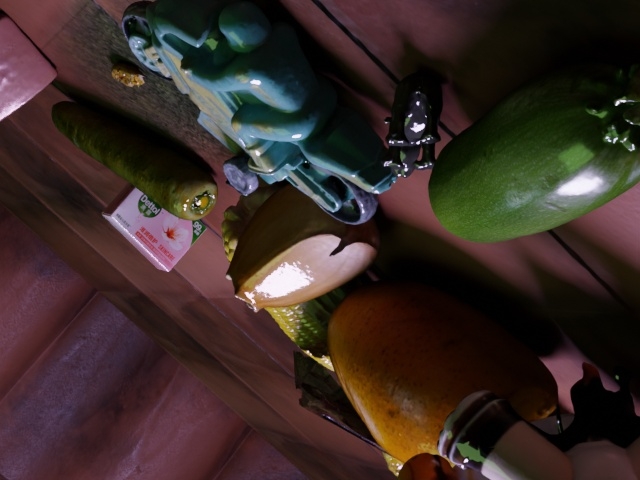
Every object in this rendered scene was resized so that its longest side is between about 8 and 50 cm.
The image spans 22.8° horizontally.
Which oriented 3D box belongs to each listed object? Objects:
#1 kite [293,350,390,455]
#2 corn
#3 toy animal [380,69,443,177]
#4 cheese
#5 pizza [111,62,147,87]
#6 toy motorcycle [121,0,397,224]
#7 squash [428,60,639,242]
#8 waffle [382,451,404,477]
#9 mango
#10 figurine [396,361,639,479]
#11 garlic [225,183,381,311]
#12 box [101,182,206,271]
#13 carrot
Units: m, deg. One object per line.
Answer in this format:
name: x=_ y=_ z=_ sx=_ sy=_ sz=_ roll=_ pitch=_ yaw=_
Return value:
kite: x=0.054 y=0.199 z=1.784 sx=0.323 sy=0.013 sz=0.267 roll=38 pitch=-170 yaw=37
corn: x=-0.009 y=0.050 z=1.858 sx=0.123 sy=0.122 sz=0.305 roll=-8 pitch=146 yaw=24
toy animal: x=0.073 y=-0.088 z=1.274 sx=0.047 sy=0.065 sz=0.136 roll=3 pitch=161 yaw=1
cheese: x=-0.441 y=-0.233 z=2.129 sx=0.177 sy=0.203 sz=0.128 roll=-15 pitch=126 yaw=36
pizza: x=-0.225 y=-0.192 z=1.848 sx=0.037 sy=0.016 sz=0.083 roll=40 pitch=167 yaw=-27
toy motorcycle: x=-0.052 y=-0.135 z=1.405 sx=0.296 sy=0.109 sz=0.198 roll=41 pitch=157 yaw=3
squash: x=0.149 y=-0.055 z=1.089 sx=0.101 sy=0.101 sz=0.378 roll=41 pitch=166 yaw=-5
waffle: x=0.194 y=0.376 z=2.185 sx=0.238 sy=0.059 sz=0.243 roll=26 pitch=156 yaw=45
mango: x=0.115 y=0.138 z=1.678 sx=0.350 sy=0.201 sz=0.199 roll=-141 pitch=47 yaw=-58
figurine: x=0.230 y=0.250 z=1.441 sx=0.320 sy=0.196 sz=0.323 roll=-3 pitch=146 yaw=1
garlic: x=-0.005 y=-0.008 z=1.651 sx=0.206 sy=0.128 sz=0.115 roll=-31 pitch=66 yaw=49
box: x=-0.237 y=-0.028 z=2.260 sx=0.125 sy=0.089 sz=0.043 roll=45 pitch=166 yaw=-24
carrot: x=-0.256 y=-0.118 z=2.075 sx=0.358 sy=0.074 sz=0.074 roll=32 pitch=165 yaw=43
